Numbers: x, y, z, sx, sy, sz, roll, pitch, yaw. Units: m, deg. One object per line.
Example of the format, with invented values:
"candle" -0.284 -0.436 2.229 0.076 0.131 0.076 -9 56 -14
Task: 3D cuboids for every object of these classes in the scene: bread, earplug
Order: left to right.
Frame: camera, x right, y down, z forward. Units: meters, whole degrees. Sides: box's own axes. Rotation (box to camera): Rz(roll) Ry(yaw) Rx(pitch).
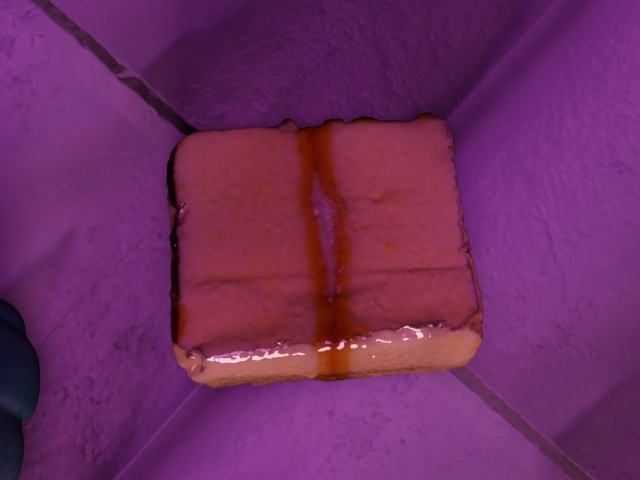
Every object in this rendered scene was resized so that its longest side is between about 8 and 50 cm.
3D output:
"earplug" -0.371 0.158 1.290 0.257 0.164 0.280 26 74 34
"bread" 0.000 0.000 1.275 0.263 0.198 0.236 -5 83 -4
